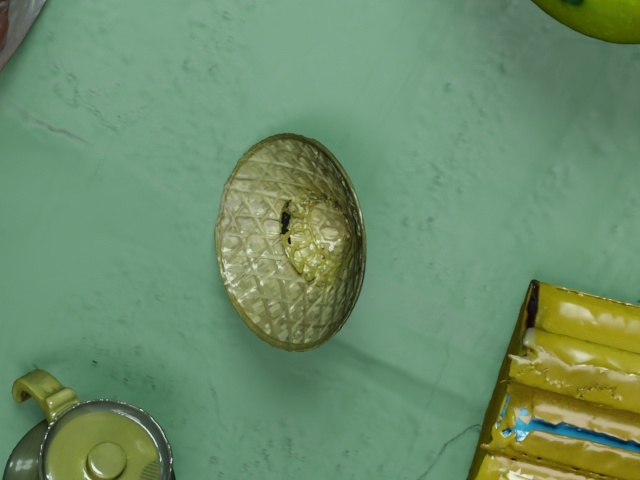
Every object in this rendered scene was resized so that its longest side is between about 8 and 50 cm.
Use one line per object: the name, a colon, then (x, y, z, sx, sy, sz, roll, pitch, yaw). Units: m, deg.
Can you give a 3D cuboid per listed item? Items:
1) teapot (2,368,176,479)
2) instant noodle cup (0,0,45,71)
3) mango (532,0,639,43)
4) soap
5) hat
teapot: (-0.176, 0.165, 0.959, 0.165, 0.130, 0.119, 54, 149, 13)
instant noodle cup: (-0.287, -0.201, 0.733, 0.231, 0.243, 0.243, 30, 118, 1)
mango: (0.143, -0.238, 0.687, 0.175, 0.143, 0.293, -23, 102, 18)
soap: (0.266, 0.160, 0.889, 0.325, 0.096, 0.204, 15, 121, 3)
hat: (0.000, 0.000, 0.880, 0.146, 0.067, 0.146, 5, 97, 45)
